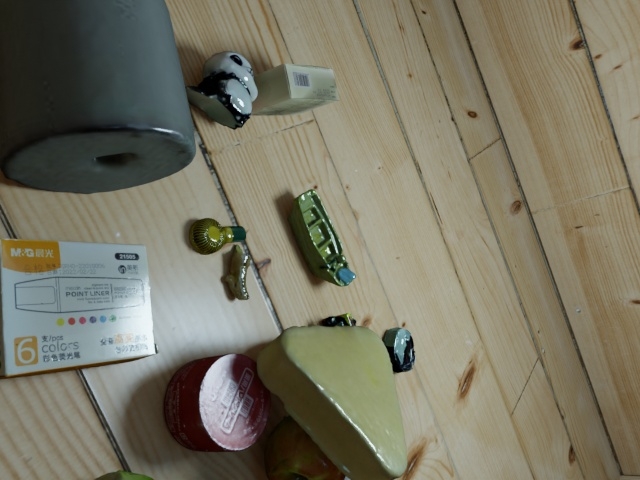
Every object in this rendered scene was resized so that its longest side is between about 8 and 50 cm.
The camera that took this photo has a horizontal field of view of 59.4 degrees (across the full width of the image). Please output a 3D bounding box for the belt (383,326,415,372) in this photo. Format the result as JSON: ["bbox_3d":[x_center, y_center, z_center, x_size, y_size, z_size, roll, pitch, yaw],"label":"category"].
[{"bbox_3d":[0.241,0.338,1.728,0.105,0.058,0.140,4,78,-44],"label":"belt"}]

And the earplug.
[{"bbox_3d":[-0.401,-0.313,0.974,0.312,0.312,0.394,-2,78,-51],"label":"earplug"}]

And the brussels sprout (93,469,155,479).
[{"bbox_3d":[-0.328,0.463,0.942,0.155,0.117,0.155,6,82,-52],"label":"brussels sprout"}]

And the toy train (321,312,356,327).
[{"bbox_3d":[0.089,0.332,1.513,0.160,0.100,0.296,-26,96,-58],"label":"toy train"}]

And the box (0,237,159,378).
[{"bbox_3d":[-0.428,0.114,0.964,0.273,0.091,0.221,1,76,-51],"label":"box"}]

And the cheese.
[{"bbox_3d":[0.063,0.354,1.209,0.384,0.104,0.384,37,28,-24],"label":"cheese"}]

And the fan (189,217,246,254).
[{"bbox_3d":[-0.229,-0.014,1.293,0.155,0.039,0.082,-7,82,-52],"label":"fan"}]

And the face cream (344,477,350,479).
[{"bbox_3d":[0.063,0.607,1.389,0.092,0.092,0.312,15,65,-47],"label":"face cream"}]

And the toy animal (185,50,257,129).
[{"bbox_3d":[-0.228,-0.374,1.342,0.166,0.138,0.179,52,46,-49],"label":"toy animal"}]

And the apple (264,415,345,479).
[{"bbox_3d":[-0.026,0.474,1.250,0.196,0.196,0.196,21,62,-45],"label":"apple"}]

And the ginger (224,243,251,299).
[{"bbox_3d":[-0.189,0.071,1.311,0.057,0.044,0.137,40,48,-59],"label":"ginger"}]

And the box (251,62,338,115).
[{"bbox_3d":[-0.082,-0.398,1.504,0.212,0.168,0.095,-16,93,-52],"label":"box"}]

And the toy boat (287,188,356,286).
[{"bbox_3d":[-0.004,0.003,1.533,0.111,0.084,0.276,-37,103,-47],"label":"toy boat"}]

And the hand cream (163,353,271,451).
[{"bbox_3d":[-0.206,0.327,1.132,0.193,0.125,0.193,19,64,-46],"label":"hand cream"}]
